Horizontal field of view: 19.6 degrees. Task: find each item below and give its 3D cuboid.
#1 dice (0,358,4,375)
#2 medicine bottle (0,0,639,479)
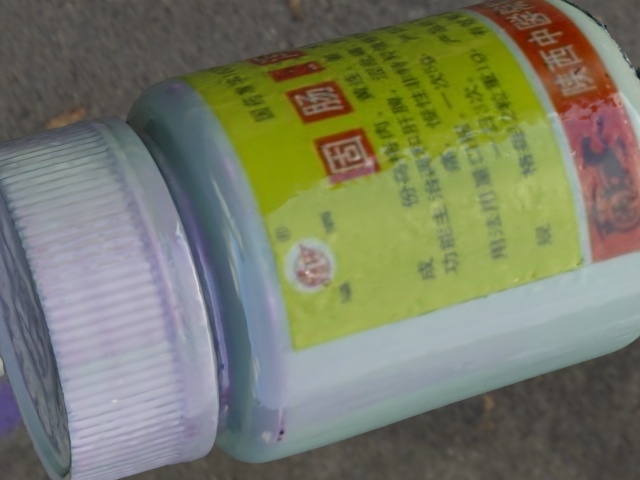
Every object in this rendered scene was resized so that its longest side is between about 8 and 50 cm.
[{"bbox_3d":[-0.310,0.028,1.180,0.194,0.192,0.193,-22,88,-2],"label":"dice"},{"bbox_3d":[0.000,0.000,0.658,0.225,0.139,0.139,-16,129,-18],"label":"medicine bottle"}]
